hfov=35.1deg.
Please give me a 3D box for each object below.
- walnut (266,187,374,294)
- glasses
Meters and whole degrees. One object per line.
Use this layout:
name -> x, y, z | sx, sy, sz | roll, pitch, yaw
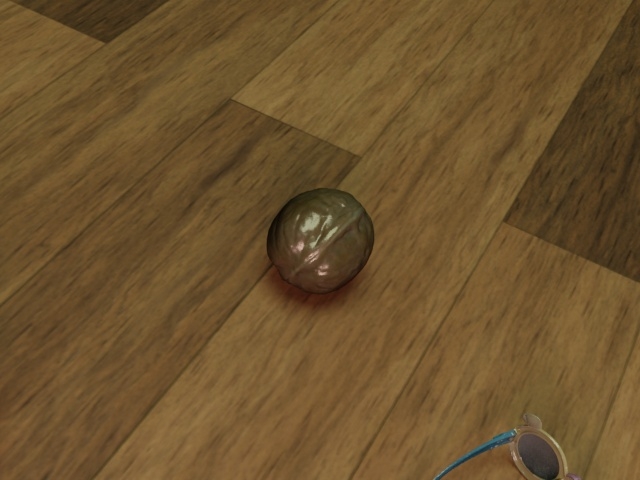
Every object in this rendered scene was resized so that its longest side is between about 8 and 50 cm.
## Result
walnut -> 0.001, -0.001, 1.395 | 0.140, 0.140, 0.162 | 24, 33, 12
glasses -> 0.208, 0.331, 1.167 | 0.221, 0.088, 0.189 | -27, 54, -11
